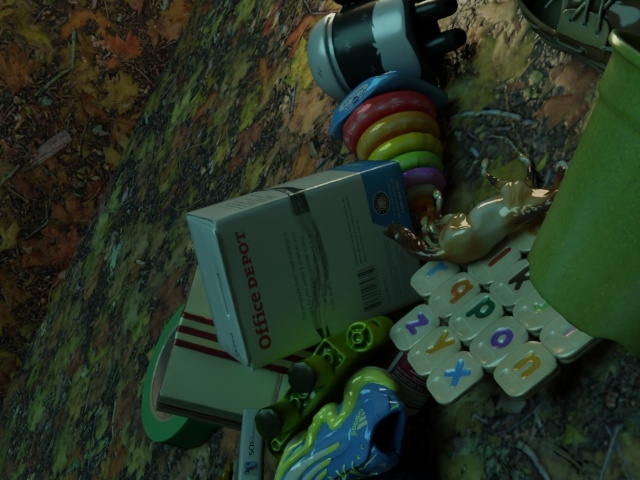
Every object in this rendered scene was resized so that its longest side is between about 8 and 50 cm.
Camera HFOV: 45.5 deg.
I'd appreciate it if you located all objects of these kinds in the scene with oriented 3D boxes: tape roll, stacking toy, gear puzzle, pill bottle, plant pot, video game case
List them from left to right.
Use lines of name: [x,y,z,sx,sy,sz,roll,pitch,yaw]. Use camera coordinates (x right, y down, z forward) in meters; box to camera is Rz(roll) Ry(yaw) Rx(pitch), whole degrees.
tape roll: [-0.285,0.289,1.676,0.321,0.077,0.321,-35,43,41]
gear puzzle: [-0.150,0.444,1.194,0.339,0.044,0.175,96,176,-56]
video game case: [-0.106,0.458,1.139,0.329,0.036,0.299,95,176,-52]
stacking toy: [0.142,-0.107,1.236,0.175,0.166,0.301,-38,55,37]
pill bottle: [0.125,0.191,1.087,0.152,0.086,0.086,-57,31,15]
plant pot: [0.344,-0.030,0.756,0.253,0.276,0.276,-64,28,27]

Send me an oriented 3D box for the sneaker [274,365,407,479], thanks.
sneaker: [0.028,0.280,0.995,0.240,0.091,0.126,-57,25,3]

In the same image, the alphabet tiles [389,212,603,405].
alphabet tiles: [0.229,0.081,0.983,0.278,0.021,0.284,-40,33,2]

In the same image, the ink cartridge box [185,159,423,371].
ink cartridge box: [-0.018,0.025,1.141,0.129,0.308,0.223,15,121,60]

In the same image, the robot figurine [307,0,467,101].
robot figurine: [0.112,-0.348,1.357,0.278,0.174,0.209,-12,65,29]

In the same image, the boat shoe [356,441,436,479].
boat shoe: [0.043,0.411,1.055,0.340,0.127,0.158,-39,28,32]

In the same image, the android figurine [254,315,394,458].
android figurine: [0.017,0.206,1.101,0.056,0.273,0.248,41,107,22]

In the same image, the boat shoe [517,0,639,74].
boat shoe: [0.367,-0.291,1.007,0.123,0.116,0.324,-61,31,9]

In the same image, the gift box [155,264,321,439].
gift box: [-0.126,0.199,1.317,0.276,0.258,0.255,128,157,-72]

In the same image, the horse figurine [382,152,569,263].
horse figurine: [0.220,-0.038,1.048,0.263,0.066,0.174,-31,31,10]
